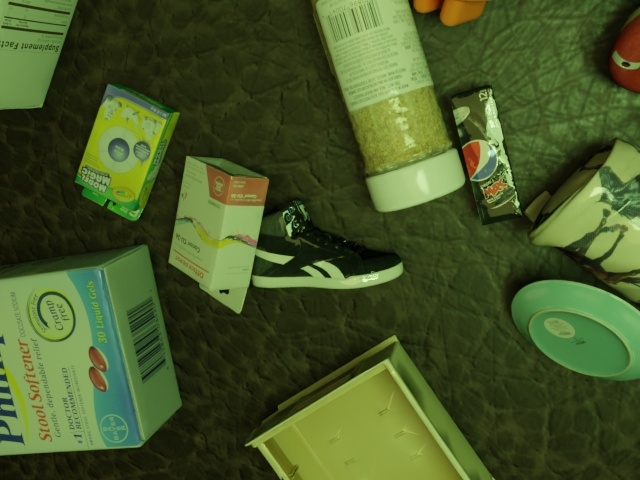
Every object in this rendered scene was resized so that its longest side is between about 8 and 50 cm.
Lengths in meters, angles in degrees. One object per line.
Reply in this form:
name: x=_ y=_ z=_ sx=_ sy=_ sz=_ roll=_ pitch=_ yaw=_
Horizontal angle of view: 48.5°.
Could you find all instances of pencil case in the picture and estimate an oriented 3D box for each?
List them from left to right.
pencil case: x=0.443 y=0.042 z=0.822 sx=0.410 sy=0.183 sz=0.160 roll=34 pitch=65 yaw=8

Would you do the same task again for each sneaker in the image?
sneaker: x=0.000 y=0.000 z=0.966 sx=0.216 sy=0.079 sz=0.121 roll=-3 pitch=102 yaw=15

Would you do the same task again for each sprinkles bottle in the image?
sprinkles bottle: x=0.073 y=-0.218 z=0.882 sx=0.121 sy=0.121 sz=0.356 roll=-16 pitch=97 yaw=16

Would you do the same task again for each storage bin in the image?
storage bin: x=0.069 y=0.315 z=0.994 sx=0.260 sy=0.123 sz=0.262 roll=-34 pitch=93 yaw=17

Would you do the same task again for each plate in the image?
plate: x=0.323 y=0.120 z=0.881 sx=0.188 sy=0.024 sz=0.188 roll=26 pitch=150 yaw=17

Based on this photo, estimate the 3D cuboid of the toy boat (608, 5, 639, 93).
toy boat: x=0.429 y=-0.167 z=0.775 sx=0.231 sy=0.151 sz=0.151 roll=24 pitch=69 yaw=8

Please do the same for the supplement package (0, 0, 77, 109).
supplement package: x=-0.448 y=-0.344 z=0.951 sx=0.177 sy=0.175 sz=0.293 roll=28 pitch=106 yaw=5

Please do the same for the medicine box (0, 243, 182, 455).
medicine box: x=-0.386 y=0.164 z=1.058 sx=0.289 sy=0.149 sz=0.264 roll=-8 pitch=99 yaw=14

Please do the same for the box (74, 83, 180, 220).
box: x=-0.285 y=-0.124 z=1.029 sx=0.105 sy=0.043 sz=0.179 roll=26 pitch=108 yaw=7

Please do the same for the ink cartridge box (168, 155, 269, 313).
ink cartridge box: x=-0.146 y=-0.006 z=0.982 sx=0.115 sy=0.067 sz=0.198 roll=26 pitch=110 yaw=44

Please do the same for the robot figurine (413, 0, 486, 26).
robot figurine: x=0.169 y=-0.361 z=0.806 sx=0.128 sy=0.158 sz=0.220 roll=3 pitch=130 yaw=-11

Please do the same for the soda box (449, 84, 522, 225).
soda box: x=0.211 y=-0.109 z=0.903 sx=0.053 sy=0.060 sz=0.169 roll=-14 pitch=98 yaw=17
